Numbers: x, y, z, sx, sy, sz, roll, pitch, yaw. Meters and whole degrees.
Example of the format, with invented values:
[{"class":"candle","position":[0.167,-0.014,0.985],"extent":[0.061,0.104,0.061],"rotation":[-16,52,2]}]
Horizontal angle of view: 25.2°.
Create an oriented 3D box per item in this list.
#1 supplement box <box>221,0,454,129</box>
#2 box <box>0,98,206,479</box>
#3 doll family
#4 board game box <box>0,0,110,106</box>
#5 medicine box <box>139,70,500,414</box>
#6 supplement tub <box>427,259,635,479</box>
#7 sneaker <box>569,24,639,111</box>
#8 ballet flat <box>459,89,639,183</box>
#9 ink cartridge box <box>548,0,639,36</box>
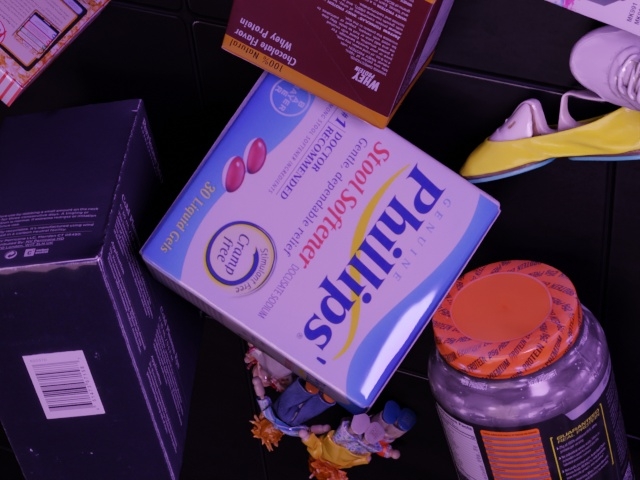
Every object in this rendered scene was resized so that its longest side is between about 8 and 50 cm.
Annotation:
[{"class":"supplement box","position":[0.029,-0.251,1.412],"extent":[0.191,0.129,0.194],"rotation":[28,139,7]},{"class":"box","position":[-0.268,0.068,1.656],"extent":[0.178,0.312,0.343],"rotation":[-6,126,9]},{"class":"doll family","position":[-0.013,0.244,1.932],"extent":[0.263,0.118,0.163],"rotation":[39,140,-6]},{"class":"board game box","position":[-0.342,-0.262,1.595],"extent":[0.147,0.193,0.045],"rotation":[42,139,-9]},{"class":"medicine box","position":[0.000,0.000,1.540],"extent":[0.289,0.263,0.149],"rotation":[34,172,5]},{"class":"supplement tub","position":[0.244,0.201,1.655],"extent":[0.207,0.207,0.338],"rotation":[5,132,29]},{"class":"sneaker","position":[0.324,-0.145,1.309],"extent":[0.232,0.115,0.090],"rotation":[21,113,31]},{"class":"ballet flat","position":[0.243,-0.112,1.465],"extent":[0.231,0.077,0.077],"rotation":[-7,104,34]},{"class":"ink cartridge box","position":[0.262,-0.279,1.262],"extent":[0.212,0.093,0.154],"rotation":[25,140,13]}]
